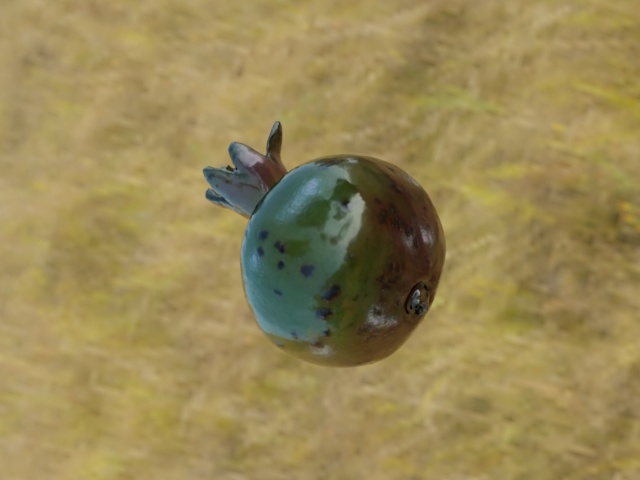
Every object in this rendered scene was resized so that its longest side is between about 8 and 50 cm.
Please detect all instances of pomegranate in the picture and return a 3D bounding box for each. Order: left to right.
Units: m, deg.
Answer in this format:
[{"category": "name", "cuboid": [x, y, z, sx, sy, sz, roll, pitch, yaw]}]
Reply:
[{"category": "pomegranate", "cuboid": [0.004, 0.004, 1.167, 0.159, 0.129, 0.129, 42, 117, 55]}]
